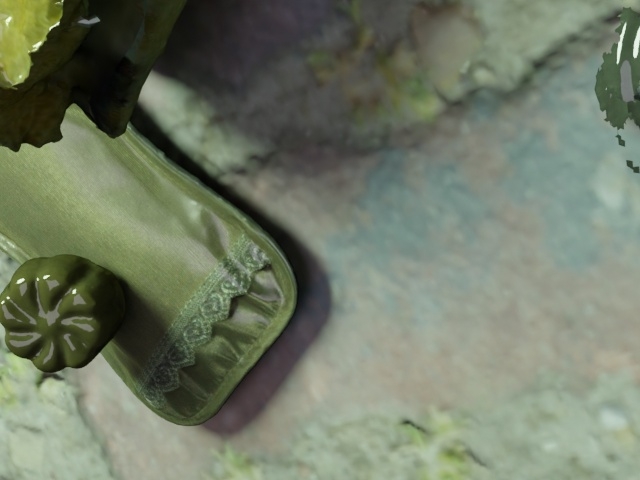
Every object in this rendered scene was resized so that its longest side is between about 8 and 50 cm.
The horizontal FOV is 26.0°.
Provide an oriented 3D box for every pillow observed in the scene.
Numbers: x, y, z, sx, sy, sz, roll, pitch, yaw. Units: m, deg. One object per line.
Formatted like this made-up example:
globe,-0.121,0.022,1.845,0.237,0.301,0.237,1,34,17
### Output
pillow,-0.109,-0.014,0.667,0.217,0.033,0.130,45,124,8

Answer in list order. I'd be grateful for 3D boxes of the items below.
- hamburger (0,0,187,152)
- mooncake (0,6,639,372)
hamburger,-0.146,-0.202,0.553,0.309,0.132,0.211,47,126,8
mooncake,0.004,-0.008,0.573,0.150,0.057,0.347,43,127,-12
